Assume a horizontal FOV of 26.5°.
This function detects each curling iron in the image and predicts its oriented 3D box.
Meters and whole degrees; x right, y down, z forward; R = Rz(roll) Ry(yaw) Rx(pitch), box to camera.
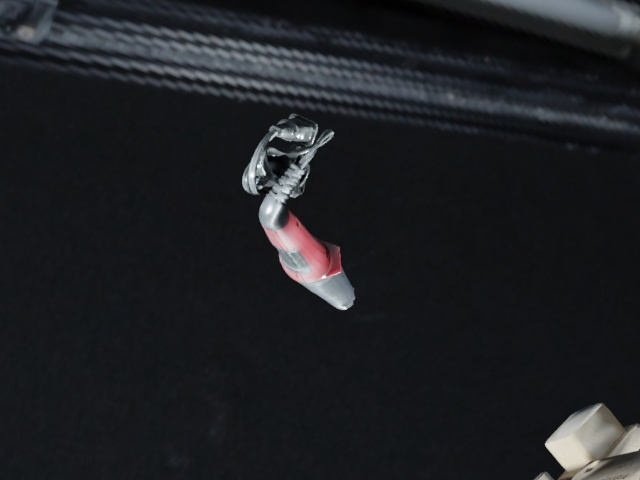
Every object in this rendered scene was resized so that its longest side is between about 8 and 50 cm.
[{"bbox_3d":[0.000,0.000,0.839,0.035,0.274,0.068,24,-105,18],"label":"curling iron"}]

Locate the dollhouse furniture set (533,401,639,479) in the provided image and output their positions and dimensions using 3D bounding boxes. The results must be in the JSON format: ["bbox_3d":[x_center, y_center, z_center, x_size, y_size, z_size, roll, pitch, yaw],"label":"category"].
[{"bbox_3d":[0.299,0.098,0.753,0.355,0.303,0.174,-40,-89,-26],"label":"dollhouse furniture set"}]
